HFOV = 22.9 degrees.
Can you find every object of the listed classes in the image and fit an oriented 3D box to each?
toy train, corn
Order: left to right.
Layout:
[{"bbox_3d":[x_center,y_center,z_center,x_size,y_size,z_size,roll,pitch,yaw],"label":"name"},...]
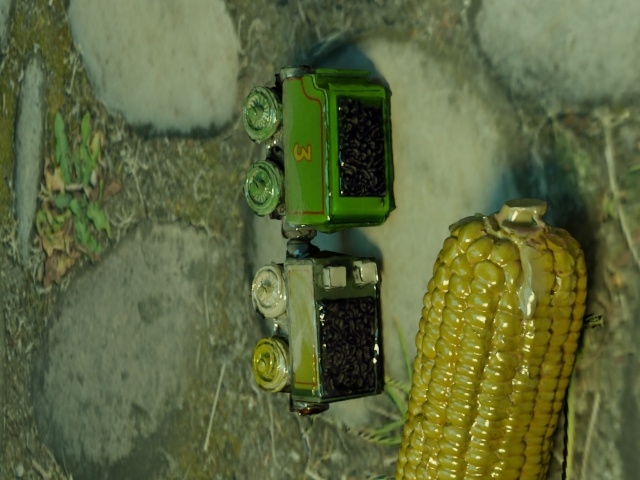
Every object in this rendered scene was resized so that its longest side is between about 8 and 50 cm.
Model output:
[{"bbox_3d":[0.000,0.000,0.897,0.081,0.060,0.202,0,93,50],"label":"toy train"},{"bbox_3d":[0.077,0.091,0.770,0.080,0.080,0.238,33,118,50],"label":"corn"}]
